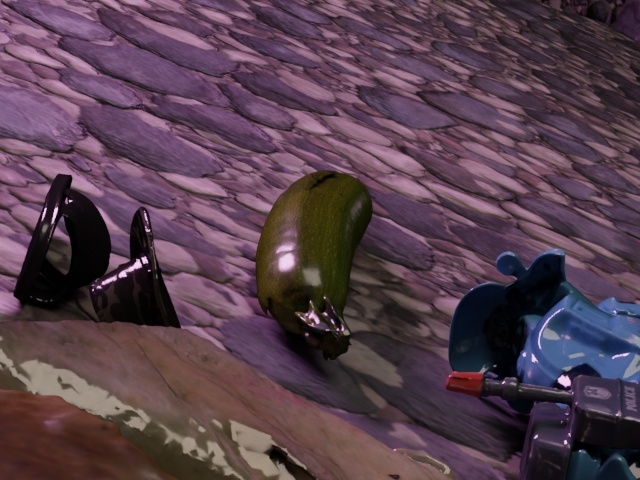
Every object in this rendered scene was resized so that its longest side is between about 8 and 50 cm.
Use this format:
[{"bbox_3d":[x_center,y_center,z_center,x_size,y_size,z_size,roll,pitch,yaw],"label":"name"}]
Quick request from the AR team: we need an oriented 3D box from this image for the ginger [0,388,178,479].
[{"bbox_3d":[-0.144,0.133,0.527,0.221,0.130,0.275,-8,36,-38],"label":"ginger"}]

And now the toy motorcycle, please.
[{"bbox_3d":[0.168,0.096,0.996,0.182,0.124,0.272,10,23,5],"label":"toy motorcycle"}]

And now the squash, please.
[{"bbox_3d":[-0.002,-0.001,1.140,0.080,0.071,0.318,23,18,-3],"label":"squash"}]

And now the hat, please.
[{"bbox_3d":[-0.106,0.042,0.916,0.050,0.121,0.121,-22,32,-9],"label":"hat"}]

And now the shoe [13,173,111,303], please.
[{"bbox_3d":[-0.156,-0.001,0.982,0.053,0.062,0.159,22,14,-12],"label":"shoe"}]

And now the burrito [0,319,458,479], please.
[{"bbox_3d":[-0.026,0.122,0.735,0.347,0.107,0.175,23,3,-7],"label":"burrito"}]
